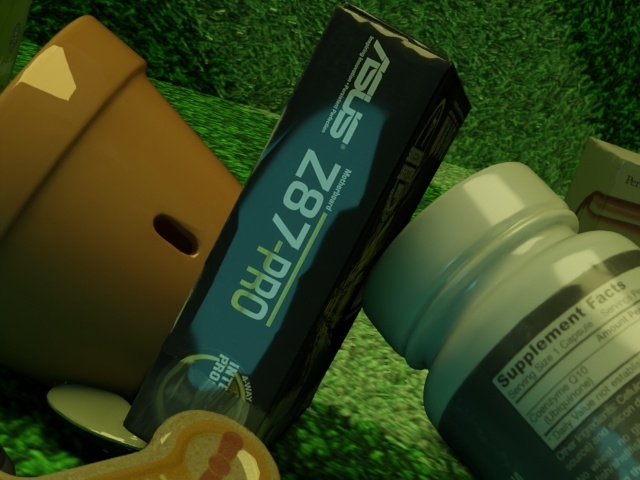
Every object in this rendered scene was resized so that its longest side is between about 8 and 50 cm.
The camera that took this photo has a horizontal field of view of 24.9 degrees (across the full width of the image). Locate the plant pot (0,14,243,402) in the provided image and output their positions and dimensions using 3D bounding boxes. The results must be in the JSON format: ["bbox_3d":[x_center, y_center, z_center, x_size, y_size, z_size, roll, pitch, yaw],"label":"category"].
[{"bbox_3d":[-0.185,-0.001,1.146,0.203,0.291,0.291,36,11,-5],"label":"plant pot"}]

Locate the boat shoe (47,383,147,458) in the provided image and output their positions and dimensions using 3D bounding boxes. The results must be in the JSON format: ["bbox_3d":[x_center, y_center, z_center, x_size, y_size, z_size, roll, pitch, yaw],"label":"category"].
[{"bbox_3d":[-0.143,0.146,1.059,0.133,0.042,0.049,22,33,11],"label":"boat shoe"}]

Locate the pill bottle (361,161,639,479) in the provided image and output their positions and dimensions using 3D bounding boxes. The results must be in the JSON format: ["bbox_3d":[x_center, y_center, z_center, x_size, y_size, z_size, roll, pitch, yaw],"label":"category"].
[{"bbox_3d":[0.206,0.125,1.050,0.361,0.204,0.204,49,24,23],"label":"pill bottle"}]

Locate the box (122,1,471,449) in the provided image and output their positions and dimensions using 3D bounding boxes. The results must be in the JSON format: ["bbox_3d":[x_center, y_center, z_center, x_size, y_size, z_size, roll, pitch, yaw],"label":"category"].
[{"bbox_3d":[0.000,0.000,1.114,0.097,0.318,0.395,30,4,6],"label":"box"}]

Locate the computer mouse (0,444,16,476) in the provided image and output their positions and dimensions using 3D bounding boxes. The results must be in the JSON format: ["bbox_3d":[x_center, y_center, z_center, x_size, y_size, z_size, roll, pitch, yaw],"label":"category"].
[{"bbox_3d":[-0.310,0.123,0.870,0.262,0.060,0.184,10,13,-5],"label":"computer mouse"}]

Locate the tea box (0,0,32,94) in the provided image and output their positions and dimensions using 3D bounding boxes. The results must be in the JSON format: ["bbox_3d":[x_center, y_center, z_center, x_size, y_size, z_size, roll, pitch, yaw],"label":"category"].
[{"bbox_3d":[-0.454,-0.218,1.480,0.220,0.324,0.329,20,12,2],"label":"tea box"}]

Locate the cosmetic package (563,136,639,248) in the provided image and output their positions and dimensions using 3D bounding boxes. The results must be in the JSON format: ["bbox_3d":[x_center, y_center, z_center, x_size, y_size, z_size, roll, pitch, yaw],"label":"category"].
[{"bbox_3d":[0.304,0.061,1.505,0.153,0.296,0.129,17,11,-8],"label":"cosmetic package"}]

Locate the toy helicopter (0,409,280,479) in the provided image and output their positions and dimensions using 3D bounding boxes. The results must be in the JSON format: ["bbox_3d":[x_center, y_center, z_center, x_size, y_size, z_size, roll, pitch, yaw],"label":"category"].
[{"bbox_3d":[-0.147,0.166,0.716,0.355,0.140,0.235,-11,54,-46],"label":"toy helicopter"}]
